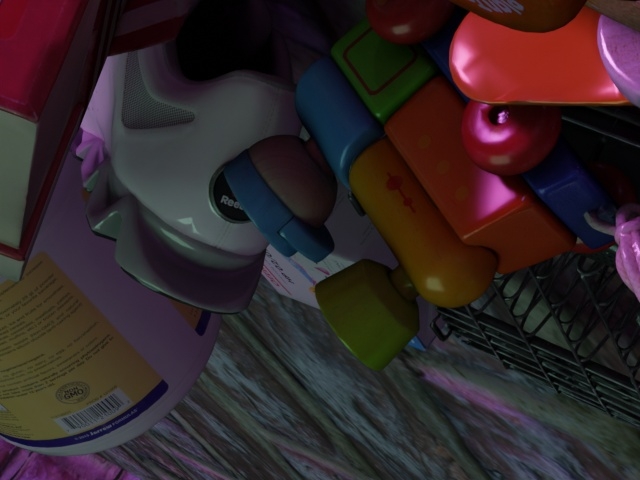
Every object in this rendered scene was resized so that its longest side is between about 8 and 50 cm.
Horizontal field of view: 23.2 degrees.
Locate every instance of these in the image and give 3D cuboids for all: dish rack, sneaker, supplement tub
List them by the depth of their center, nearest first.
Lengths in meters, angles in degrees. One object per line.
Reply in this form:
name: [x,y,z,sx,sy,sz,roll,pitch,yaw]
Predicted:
dish rack: [0.126,0.016,0.843,0.208,0.074,0.271,26,162,34]
sneaker: [-0.083,-0.097,0.899,0.122,0.146,0.330,17,-161,-32]
supplement tub: [-0.242,-0.006,1.194,0.241,0.241,0.331,23,158,37]

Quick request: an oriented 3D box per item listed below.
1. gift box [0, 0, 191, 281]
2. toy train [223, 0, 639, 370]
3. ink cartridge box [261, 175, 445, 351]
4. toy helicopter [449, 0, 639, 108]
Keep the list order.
gift box: [-0.179,-0.153,0.687,0.255,0.276,0.258,25,159,-6]
toy train: [0.060,0.004,0.656,0.105,0.143,0.248,36,-162,-51]
ink cartridge box: [0.000,0.000,1.049,0.181,0.061,0.104,20,157,43]
toy helicopter: [0.066,-0.125,0.549,0.235,0.140,0.355,36,176,-31]
